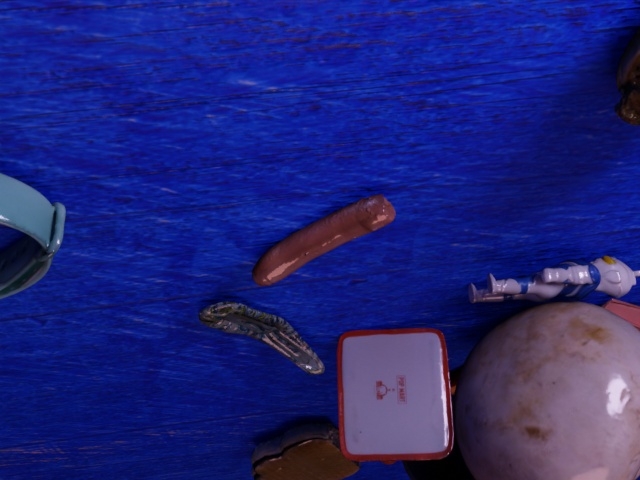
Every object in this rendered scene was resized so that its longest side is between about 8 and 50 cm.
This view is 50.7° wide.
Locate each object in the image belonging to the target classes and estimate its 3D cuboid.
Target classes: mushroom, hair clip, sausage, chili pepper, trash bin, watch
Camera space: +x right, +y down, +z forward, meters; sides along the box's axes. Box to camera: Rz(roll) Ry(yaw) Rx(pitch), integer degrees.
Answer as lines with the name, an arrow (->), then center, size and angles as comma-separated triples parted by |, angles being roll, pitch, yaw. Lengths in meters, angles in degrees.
mushroom -> 0.343, 0.242, 0.921 | 0.290, 0.298, 0.297 | 37, 127, -20
hair clip -> -0.074, 0.132, 0.933 | 0.066, 0.036, 0.229 | -35, 131, 24
sausage -> 0.000, 0.000, 0.763 | 0.186, 0.043, 0.043 | -28, 140, 22
chili pepper -> 0.251, 0.229, 1.148 | 0.045, 0.027, 0.178 | 17, 137, -38
trash bin -> 0.258, 0.393, 1.275 | 0.175, 0.176, 0.161 | -25, 152, 20
watch -> -0.371, -0.001, 0.658 | 0.236, 0.068, 0.195 | -15, 145, 9

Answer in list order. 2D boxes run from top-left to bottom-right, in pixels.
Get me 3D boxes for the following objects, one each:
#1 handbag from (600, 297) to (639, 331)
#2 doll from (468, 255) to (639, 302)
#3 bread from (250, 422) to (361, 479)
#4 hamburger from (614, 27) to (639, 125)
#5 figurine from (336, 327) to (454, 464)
handbag -> 0.430, 0.176, 1.088 | 0.157, 0.059, 0.212 | 17, 137, -32
doll -> 0.319, 0.054, 0.902 | 0.227, 0.057, 0.114 | -2, 161, -6
bread -> -0.040, 0.430, 1.332 | 0.207, 0.056, 0.287 | -17, 144, 6
hamburger -> 0.347, -0.136, 0.594 | 0.159, 0.131, 0.185 | -25, 149, 6
figurine -> 0.114, 0.256, 1.050 | 0.160, 0.184, 0.226 | -2, 157, 6
